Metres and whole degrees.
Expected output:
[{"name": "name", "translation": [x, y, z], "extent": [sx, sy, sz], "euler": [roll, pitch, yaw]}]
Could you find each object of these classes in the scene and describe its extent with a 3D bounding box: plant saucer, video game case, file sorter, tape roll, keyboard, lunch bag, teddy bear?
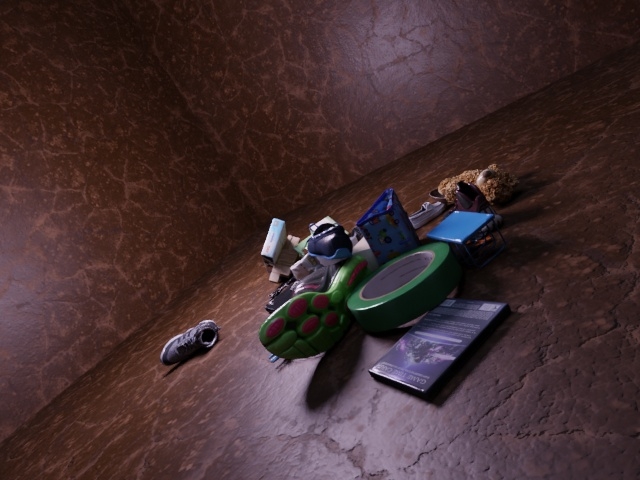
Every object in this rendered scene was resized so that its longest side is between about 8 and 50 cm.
[{"name": "plant saucer", "translation": [0.523, -0.182, 1.767], "extent": [0.168, 0.029, 0.168], "euler": [-7, 21, 3]}, {"name": "video game case", "translation": [0.253, 0.218, 0.954], "extent": [0.274, 0.026, 0.196], "euler": [-38, 14, -24]}, {"name": "file sorter", "translation": [0.409, -0.004, 1.235], "extent": [0.118, 0.105, 0.170], "euler": [-38, 16, -10]}, {"name": "tape roll", "translation": [0.227, 0.123, 1.213], "extent": [0.321, 0.077, 0.321], "euler": [-32, 7, 5]}, {"name": "keyboard", "translation": [-0.108, 0.200, 1.874], "extent": [0.317, 0.033, 0.201], "euler": [-37, 20, -28]}, {"name": "lunch bag", "translation": [0.262, -0.044, 1.498], "extent": [0.138, 0.221, 0.293], "euler": [-24, 14, 29]}, {"name": "teddy bear", "translation": [0.561, -0.212, 1.606], "extent": [0.244, 0.113, 0.338], "euler": [-11, 15, 8]}]

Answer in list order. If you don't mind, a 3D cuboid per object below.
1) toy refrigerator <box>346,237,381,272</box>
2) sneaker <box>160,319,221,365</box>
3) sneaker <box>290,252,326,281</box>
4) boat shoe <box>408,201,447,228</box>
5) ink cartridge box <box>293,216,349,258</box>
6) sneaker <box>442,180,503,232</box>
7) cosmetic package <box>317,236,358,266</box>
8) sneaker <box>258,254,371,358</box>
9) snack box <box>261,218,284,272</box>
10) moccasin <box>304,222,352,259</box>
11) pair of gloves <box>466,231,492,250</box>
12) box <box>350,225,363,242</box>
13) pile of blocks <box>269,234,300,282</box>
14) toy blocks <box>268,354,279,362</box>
[{"name": "toy refrigerator", "translation": [0.194, 0.038, 1.594], "extent": [0.102, 0.094, 0.269], "euler": [-20, 10, 27]}, {"name": "sneaker", "translation": [-0.535, 0.426, 1.830], "extent": [0.268, 0.101, 0.153], "euler": [-35, 10, -27]}, {"name": "sneaker", "translation": [0.002, 0.122, 1.599], "extent": [0.292, 0.169, 0.108], "euler": [-15, 18, 46]}, {"name": "boat shoe", "translation": [0.426, -0.117, 1.765], "extent": [0.184, 0.063, 0.066], "euler": [-33, 12, -7]}, {"name": "ink cartridge box", "translation": [0.000, 0.000, 2.145], "extent": [0.235, 0.056, 0.171], "euler": [-34, 50, -18]}, {"name": "sneaker", "translation": [0.471, -0.122, 1.445], "extent": [0.106, 0.163, 0.281], "euler": [-33, 13, -11]}, {"name": "cosmetic package", "translation": [0.058, 0.081, 1.726], "extent": [0.237, 0.127, 0.107], "euler": [-13, 21, 49]}, {"name": "sneaker", "translation": [-0.015, 0.204, 1.322], "extent": [0.202, 0.185, 0.482], "euler": [-19, 6, 40]}, {"name": "snack box", "translation": [-0.222, 0.040, 2.175], "extent": [0.322, 0.060, 0.187], "euler": [94, -167, -70]}, {"name": "moccasin", "translation": [0.038, -0.007, 1.506], "extent": [0.137, 0.117, 0.342], "euler": [-9, 4, -19]}, {"name": "pair of gloves", "translation": [0.471, 0.002, 1.317], "extent": [0.074, 0.010, 0.083], "euler": [-30, 10, 17]}, {"name": "box", "translation": [0.197, -0.033, 1.799], "extent": [0.190, 0.045, 0.184], "euler": [-37, -22, -26]}, {"name": "pile of blocks", "translation": [-0.151, 0.119, 2.186], "extent": [0.112, 0.149, 0.362], "euler": [14, 34, 5]}, {"name": "toy blocks", "translation": [-0.112, 0.317, 1.366], "extent": [0.148, 0.054, 0.123], "euler": [-38, 14, -26]}]
